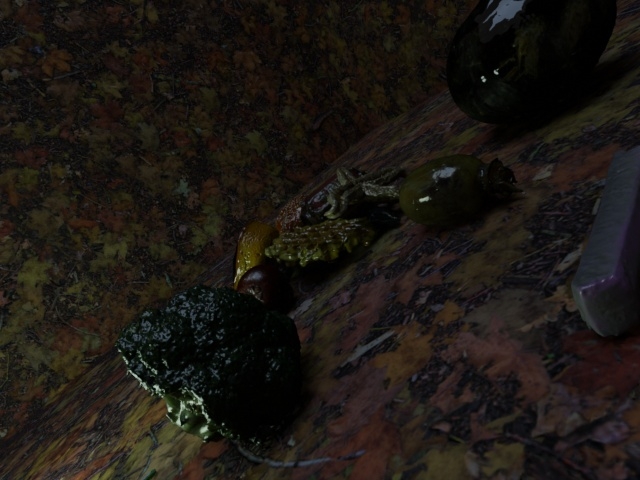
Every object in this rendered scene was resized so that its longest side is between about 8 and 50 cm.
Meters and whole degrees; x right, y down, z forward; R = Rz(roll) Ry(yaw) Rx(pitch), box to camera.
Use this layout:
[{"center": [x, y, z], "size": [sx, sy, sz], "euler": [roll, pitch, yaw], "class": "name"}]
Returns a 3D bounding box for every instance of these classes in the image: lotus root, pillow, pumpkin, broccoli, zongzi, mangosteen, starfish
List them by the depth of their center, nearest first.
[{"center": [-0.184, 0.215, 0.769], "size": [0.284, 0.321, 0.304], "euler": [-64, -9, 24], "class": "broccoli"}, {"center": [0.290, -0.115, 0.927], "size": [0.278, 0.154, 0.154], "euler": [-10, 29, 51], "class": "lotus root"}, {"center": [-0.140, 0.130, 1.173], "size": [0.181, 0.155, 0.146], "euler": [-27, -36, -55], "class": "mangosteen"}, {"center": [0.562, -0.522, 1.177], "size": [0.454, 0.344, 0.454], "euler": [-39, -9, -8], "class": "pumpkin"}, {"center": [0.172, -0.067, 1.212], "size": [0.150, 0.090, 0.048], "euler": [-92, 15, -76], "class": "pillow"}, {"center": [0.168, -0.143, 1.247], "size": [0.323, 0.083, 0.432], "euler": [2, 20, 1], "class": "starfish"}, {"center": [-0.044, 0.082, 1.282], "size": [0.113, 0.052, 0.104], "euler": [-46, 12, 0], "class": "zongzi"}]

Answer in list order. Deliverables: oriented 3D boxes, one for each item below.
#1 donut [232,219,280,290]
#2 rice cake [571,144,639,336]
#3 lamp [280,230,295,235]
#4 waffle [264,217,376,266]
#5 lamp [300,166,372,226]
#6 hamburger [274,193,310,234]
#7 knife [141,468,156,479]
[{"center": [-0.203, 0.061, 1.371], "size": [0.118, 0.254, 0.253], "euler": [13, 28, 9], "class": "donut"}, {"center": [0.383, -0.021, 0.540], "size": [0.056, 0.073, 0.365], "euler": [-22, 17, 51], "class": "rice cake"}, {"center": [-0.132, 0.029, 1.539], "size": [0.118, 0.118, 0.253], "euler": [-45, 17, -31], "class": "lamp"}, {"center": [0.000, 0.000, 1.241], "size": [0.324, 0.068, 0.302], "euler": [-19, 16, -6], "class": "waffle"}, {"center": [0.060, -0.130, 1.476], "size": [0.273, 0.177, 0.177], "euler": [-39, 14, -13], "class": "lamp"}, {"center": [-0.088, -0.086, 1.738], "size": [0.236, 0.147, 0.237], "euler": [-36, 15, 11], "class": "hamburger"}, {"center": [-0.314, 0.458, 0.749], "size": [0.078, 0.023, 0.166], "euler": [-47, 16, -20], "class": "knife"}]
